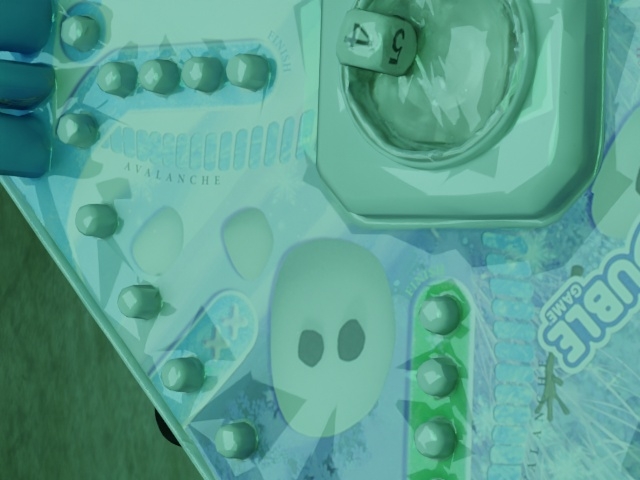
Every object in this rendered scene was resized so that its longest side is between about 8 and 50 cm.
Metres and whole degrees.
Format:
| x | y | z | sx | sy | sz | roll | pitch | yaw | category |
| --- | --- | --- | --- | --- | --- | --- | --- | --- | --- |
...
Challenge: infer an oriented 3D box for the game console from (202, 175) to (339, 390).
| x | y | z | sx | sy | sz | roll | pitch | yaw | category |
| --- | --- | --- | --- | --- | --- | --- | --- | --- | --- |
| 0.008 | -0.120 | 0.820 | 0.213 | 0.044 | 0.361 | -40 | 64 | 11 | game console |

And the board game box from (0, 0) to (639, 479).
| x | y | z | sx | sy | sz | roll | pitch | yaw | category |
| --- | --- | --- | --- | --- | --- | --- | --- | --- | --- |
| 0.041 | -0.068 | 0.710 | 0.390 | 0.050 | 0.390 | -49 | 61 | 22 | board game box |

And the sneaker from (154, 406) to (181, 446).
| x | y | z | sx | sy | sz | roll | pitch | yaw | category |
| --- | --- | --- | --- | --- | --- | --- | --- | --- | --- |
| -0.001 | 0.001 | 0.887 | 0.315 | 0.182 | 0.127 | -64 | 34 | 33 | sneaker |
